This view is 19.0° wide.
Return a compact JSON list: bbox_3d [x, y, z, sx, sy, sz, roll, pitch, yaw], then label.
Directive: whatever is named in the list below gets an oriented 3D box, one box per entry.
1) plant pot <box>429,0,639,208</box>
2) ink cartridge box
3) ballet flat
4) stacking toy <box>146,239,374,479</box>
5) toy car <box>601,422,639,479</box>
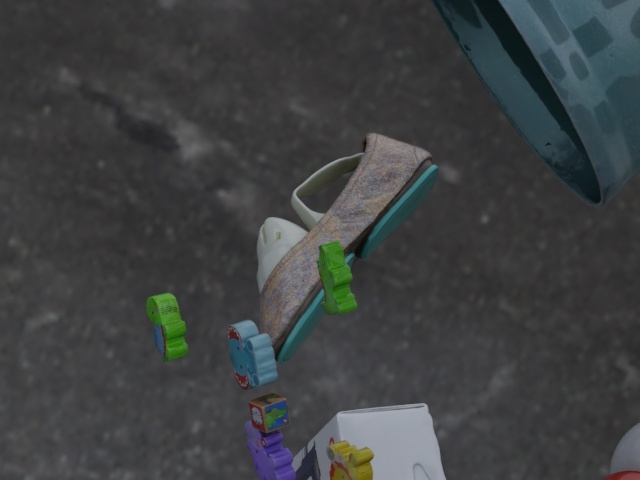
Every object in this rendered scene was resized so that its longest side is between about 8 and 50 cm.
[{"bbox_3d":[0.199,-0.196,1.377,0.293,0.196,0.293,57,-1,1],"label":"plant pot"},{"bbox_3d":[0.036,0.279,1.848,0.100,0.237,0.172,-2,65,-22],"label":"ink cartridge box"},{"bbox_3d":[0.000,0.000,1.941,0.106,0.107,0.316,33,51,10],"label":"ballet flat"},{"bbox_3d":[-0.047,0.124,1.477,0.167,0.221,0.052,-16,17,-29],"label":"stacking toy"},{"bbox_3d":[0.339,0.255,1.798,0.210,0.219,0.238,43,41,-17],"label":"toy car"}]
